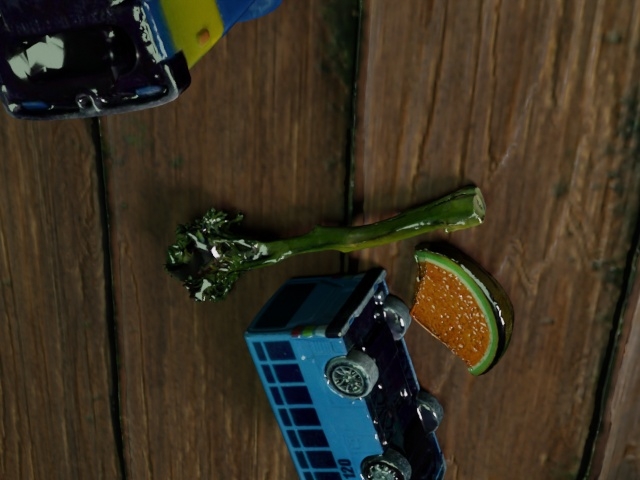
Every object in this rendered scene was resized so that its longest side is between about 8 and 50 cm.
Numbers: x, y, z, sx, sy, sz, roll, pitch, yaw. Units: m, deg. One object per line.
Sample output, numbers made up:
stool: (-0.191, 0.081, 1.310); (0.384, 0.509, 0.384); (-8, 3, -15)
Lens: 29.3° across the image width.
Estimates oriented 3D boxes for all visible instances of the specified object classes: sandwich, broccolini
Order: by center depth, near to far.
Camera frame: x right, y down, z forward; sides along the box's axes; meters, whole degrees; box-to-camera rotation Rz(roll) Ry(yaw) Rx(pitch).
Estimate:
sandwich: (0.098, 0.043, 0.858); (0.101, 0.026, 0.069); (43, 134, -1)
broccolini: (-0.001, -0.008, 0.875); (0.254, 0.071, 0.057); (-14, 72, 26)

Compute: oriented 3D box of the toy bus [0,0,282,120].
toy bus: (-0.143, -0.229, 0.696); (0.138, 0.175, 0.287); (-3, 120, 27)

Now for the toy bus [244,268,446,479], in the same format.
toy bus: (0.022, 0.121, 0.905); (0.106, 0.090, 0.184); (-5, 117, 28)
